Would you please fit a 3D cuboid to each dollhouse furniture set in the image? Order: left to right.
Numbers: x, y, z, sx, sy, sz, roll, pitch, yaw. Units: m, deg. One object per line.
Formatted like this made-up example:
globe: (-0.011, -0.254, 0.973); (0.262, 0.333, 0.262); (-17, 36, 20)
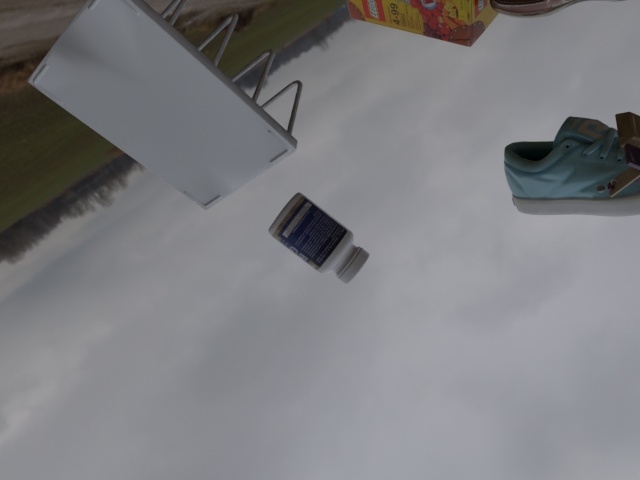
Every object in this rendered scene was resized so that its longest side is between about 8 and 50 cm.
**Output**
dollhouse furniture set: (0.446, -0.116, 0.742); (0.081, 0.091, 0.114); (122, -16, -57)

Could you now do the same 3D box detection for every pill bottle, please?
pill bottle: (0.000, 0.000, 0.911); (0.094, 0.169, 0.094); (-53, -179, 1)

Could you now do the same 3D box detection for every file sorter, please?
file sorter: (-0.182, -0.216, 0.690); (0.193, 0.278, 0.173); (-26, -141, 36)

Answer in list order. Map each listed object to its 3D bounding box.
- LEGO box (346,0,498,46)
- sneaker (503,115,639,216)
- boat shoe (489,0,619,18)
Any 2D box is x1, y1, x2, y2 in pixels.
LEGO box: (0.203, -0.719, 1.110); (0.372, 0.500, 0.193); (29, -110, 32)
sneaker: (0.447, -0.129, 0.821); (0.135, 0.150, 0.366); (-42, -160, -31)
boat shoe: (0.515, -0.547, 1.053); (0.324, 0.123, 0.116); (-5, 178, 20)
